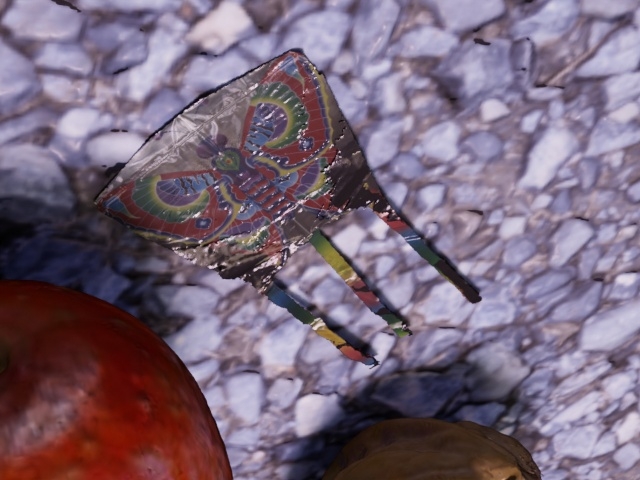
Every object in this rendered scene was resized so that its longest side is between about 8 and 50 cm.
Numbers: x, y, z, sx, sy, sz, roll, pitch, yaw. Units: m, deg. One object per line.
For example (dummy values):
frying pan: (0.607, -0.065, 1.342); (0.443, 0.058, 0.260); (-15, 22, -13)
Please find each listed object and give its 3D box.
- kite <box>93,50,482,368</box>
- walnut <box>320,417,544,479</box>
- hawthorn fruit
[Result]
kite: (0.000, 0.000, 0.925); (0.152, 0.015, 0.285); (-36, 136, 14)
walnut: (0.070, 0.232, 1.060); (0.198, 0.198, 0.245); (11, 130, -32)
hawthorn fruit: (-0.187, 0.155, 0.836); (0.284, 0.284, 0.284); (-12, 136, -12)
